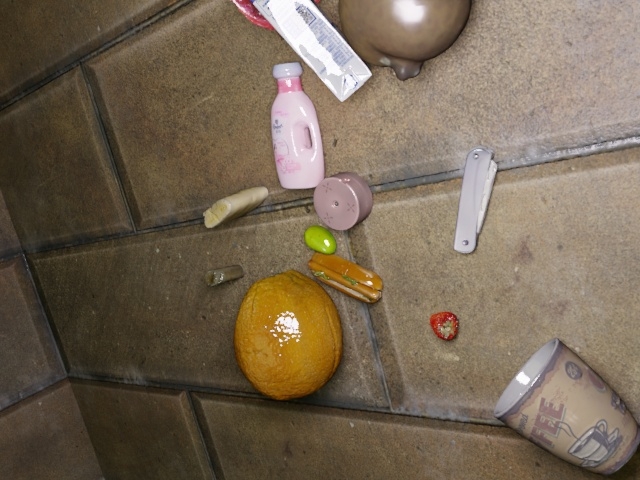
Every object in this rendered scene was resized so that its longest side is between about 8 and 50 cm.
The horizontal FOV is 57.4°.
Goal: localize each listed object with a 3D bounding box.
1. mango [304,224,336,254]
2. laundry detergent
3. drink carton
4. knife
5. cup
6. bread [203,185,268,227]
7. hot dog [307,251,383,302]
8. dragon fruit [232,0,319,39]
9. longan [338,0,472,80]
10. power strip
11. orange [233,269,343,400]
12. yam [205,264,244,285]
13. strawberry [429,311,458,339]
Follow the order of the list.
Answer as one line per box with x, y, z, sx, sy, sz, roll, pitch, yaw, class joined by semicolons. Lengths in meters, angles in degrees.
0.000;0.000;1.682;0.108;0.056;0.073;39;100;22;mango
-0.070;-0.312;1.600;0.159;0.088;0.335;4;109;32;laundry detergent
-0.015;-0.481;1.379;0.106;0.130;0.315;-39;106;19;drink carton
0.361;-0.091;1.376;0.073;0.040;0.266;15;116;21;knife
0.547;0.403;1.328;0.257;0.227;0.301;41;157;13;cup
-0.255;-0.106;1.767;0.139;0.178;0.060;-34;86;39;bread
0.067;0.104;1.665;0.249;0.068;0.100;23;121;31;hot dog
-0.096;-0.610;1.475;0.262;0.134;0.211;-12;118;5;dragon fruit
0.174;-0.493;1.236;0.300;0.243;0.300;32;132;45;longan
0.060;-0.105;1.583;0.154;0.078;0.154;16;119;31;power strip
-0.095;0.267;1.691;0.322;0.322;0.357;-5;98;39;orange
-0.314;0.113;1.931;0.054;0.132;0.054;9;104;40;yam
0.319;0.217;1.521;0.083;0.073;0.073;-149;47;-71;strawberry
